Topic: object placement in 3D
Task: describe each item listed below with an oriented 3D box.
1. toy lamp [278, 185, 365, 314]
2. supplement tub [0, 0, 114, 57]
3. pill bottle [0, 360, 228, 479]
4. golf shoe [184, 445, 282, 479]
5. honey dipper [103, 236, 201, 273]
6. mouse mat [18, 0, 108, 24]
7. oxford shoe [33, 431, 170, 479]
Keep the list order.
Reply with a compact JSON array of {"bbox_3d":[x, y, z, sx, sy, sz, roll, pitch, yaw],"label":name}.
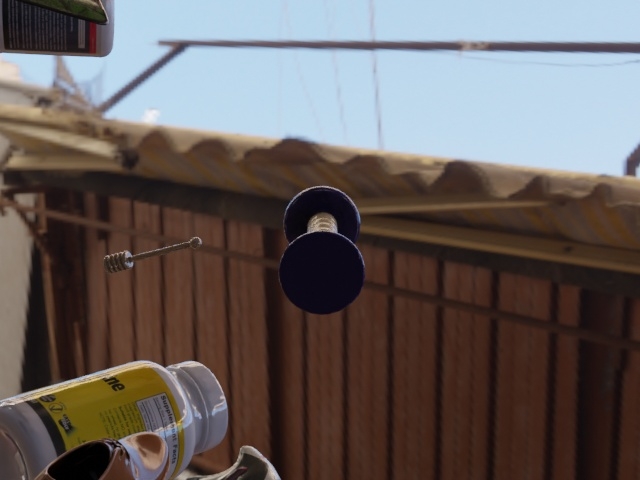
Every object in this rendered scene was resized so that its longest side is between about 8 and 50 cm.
[{"bbox_3d":[0.000,0.000,1.031,0.080,0.274,0.080,0,-78,2],"label":"toy lamp"},{"bbox_3d":[-0.511,-0.432,2.020,0.191,0.272,0.191,-179,-90,-78],"label":"supplement tub"},{"bbox_3d":[-0.306,0.282,1.623,0.188,0.334,0.187,13,-72,44],"label":"pill bottle"},{"bbox_3d":[-0.163,0.378,1.436,0.273,0.105,0.120,-31,-126,0],"label":"golf shoe"},{"bbox_3d":[-0.255,0.019,1.706,0.161,0.030,0.030,-15,-98,17],"label":"honey dipper"},{"bbox_3d":[-0.296,-0.274,1.108,0.007,0.153,0.189,-63,-146,25],"label":"mouse mat"},{"bbox_3d":[-0.199,0.217,1.056,0.076,0.212,0.076,30,-72,15],"label":"oxford shoe"}]
